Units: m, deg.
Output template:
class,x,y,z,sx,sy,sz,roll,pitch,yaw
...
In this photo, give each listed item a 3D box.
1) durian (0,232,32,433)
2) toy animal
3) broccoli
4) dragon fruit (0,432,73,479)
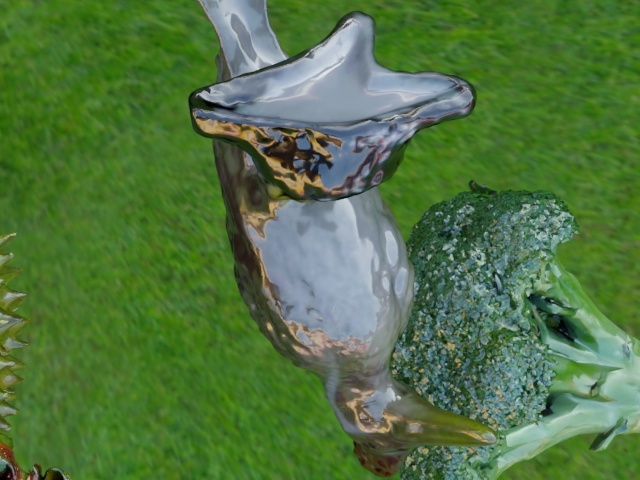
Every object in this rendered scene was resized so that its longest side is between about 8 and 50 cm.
class,x,y,z,sx,sy,sz,roll,pitch,yaw
durian,-0.300,0.106,1.200,0.169,0.157,0.355,13,103,-15
toy animal,0.003,0.000,0.513,0.070,0.105,0.202,-27,126,-15
broccoli,0.160,0.100,1.324,0.269,0.254,0.269,0,92,-8
dragon fruit,-0.175,0.198,0.978,0.138,0.142,0.175,7,68,4
